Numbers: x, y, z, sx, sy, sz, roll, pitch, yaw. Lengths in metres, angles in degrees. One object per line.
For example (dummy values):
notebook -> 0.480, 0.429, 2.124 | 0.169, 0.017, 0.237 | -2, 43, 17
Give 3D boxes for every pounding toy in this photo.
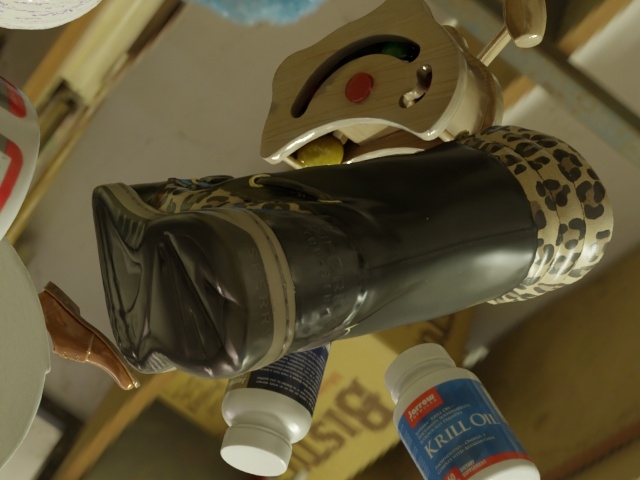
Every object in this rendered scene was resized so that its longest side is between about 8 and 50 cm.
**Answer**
pounding toy -> 0.094, -0.115, 1.223 | 0.269, 0.155, 0.154 | -26, -125, 28

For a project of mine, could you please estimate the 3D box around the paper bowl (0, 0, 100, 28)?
paper bowl -> -0.353, -0.376, 1.555 | 0.284, 0.284, 0.148 | -59, -167, -28

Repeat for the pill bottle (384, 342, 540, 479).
pill bottle -> 0.164, 0.235, 1.671 | 0.124, 0.124, 0.221 | -50, -134, 20

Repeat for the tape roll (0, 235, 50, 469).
tape roll -> -0.484, 0.116, 1.473 | 0.072, 0.392, 0.392 | -24, -150, 52

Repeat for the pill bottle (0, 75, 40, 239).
pill bottle -> -0.320, -0.091, 0.802 | 0.161, 0.283, 0.161 | -23, -130, 30

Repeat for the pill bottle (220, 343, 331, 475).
pill bottle -> -0.048, 0.151, 1.403 | 0.094, 0.094, 0.169 | -41, -152, 52

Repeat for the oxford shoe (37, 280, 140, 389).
oxford shoe -> -0.365, 0.162, 2.091 | 0.076, 0.212, 0.076 | -46, 177, -16

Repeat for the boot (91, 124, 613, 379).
boot -> 0.000, 0.000, 0.977 | 0.284, 0.138, 0.377 | -13, -175, -21
